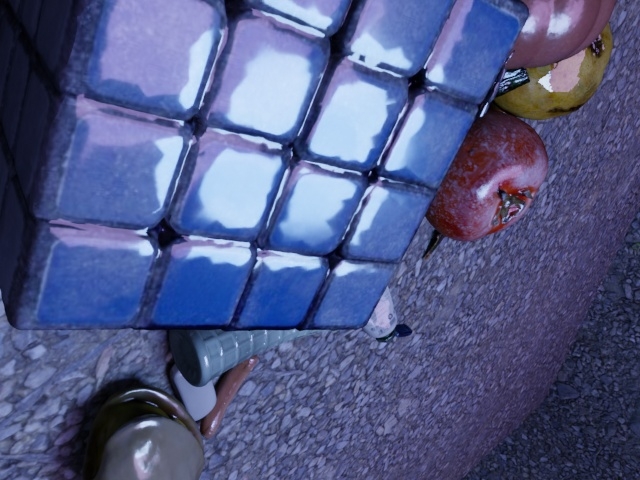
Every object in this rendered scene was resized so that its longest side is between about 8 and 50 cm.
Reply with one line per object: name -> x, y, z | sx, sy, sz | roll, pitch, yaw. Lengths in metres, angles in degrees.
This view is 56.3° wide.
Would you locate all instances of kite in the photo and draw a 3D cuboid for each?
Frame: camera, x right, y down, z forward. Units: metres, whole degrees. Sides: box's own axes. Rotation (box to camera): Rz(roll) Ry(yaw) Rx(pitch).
kite -> 0.347, -0.090, 1.449 | 0.234, 0.016, 0.321 | -27, 149, -53

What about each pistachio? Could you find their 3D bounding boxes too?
pistachio -> -0.277, 0.367, 0.961 | 0.197, 0.166, 0.288 | -12, 129, -27

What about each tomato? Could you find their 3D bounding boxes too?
tomato -> 0.314, -0.137, 1.203 | 0.270, 0.227, 0.270 | -26, 149, -17

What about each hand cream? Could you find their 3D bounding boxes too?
hand cream -> 0.093, 0.099, 1.255 | 0.121, 0.076, 0.336 | -39, 132, -15

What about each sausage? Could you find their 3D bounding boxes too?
sausage -> -0.177, 0.288, 1.131 | 0.043, 0.043, 0.186 | 24, 99, -55

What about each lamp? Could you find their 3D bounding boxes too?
lamp -> 0.284, -0.386, 0.902 | 0.305, 0.305, 0.240 | -25, 125, -36

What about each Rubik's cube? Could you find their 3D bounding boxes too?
Rubik's cube -> -0.097, -0.147, 0.544 | 0.337, 0.344, 0.344 | 7, 115, -38

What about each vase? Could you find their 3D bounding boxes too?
vase -> -0.101, 0.142, 1.023 | 0.299, 0.143, 0.143 | -20, 133, -36

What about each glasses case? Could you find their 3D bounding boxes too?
glasses case -> -0.223, 0.260, 1.053 | 0.063, 0.041, 0.164 | -36, 141, -28
glasses case -> 0.209, 0.240, 1.569 | 0.083, 0.033, 0.023 | 3, 127, -51

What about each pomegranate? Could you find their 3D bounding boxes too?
pomegranate -> 0.429, -0.362, 1.156 | 0.260, 0.260, 0.260 | -31, 139, -31

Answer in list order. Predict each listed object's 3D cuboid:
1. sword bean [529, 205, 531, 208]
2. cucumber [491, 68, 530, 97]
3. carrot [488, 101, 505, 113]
sword bean -> 0.620, -0.116, 1.787 | 0.012, 0.012, 0.083 | -55, 145, -1
cucumber -> 0.222, -0.251, 1.062 | 0.293, 0.067, 0.067 | -22, 146, 11
carrot -> 0.366, -0.216, 1.360 | 0.061, 0.061, 0.210 | 0, 122, -51
